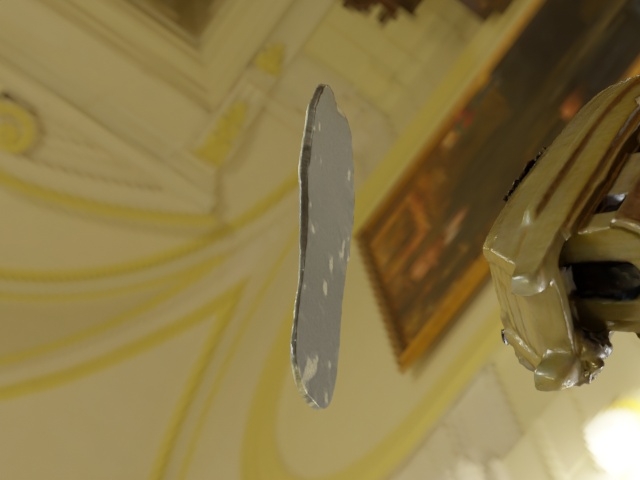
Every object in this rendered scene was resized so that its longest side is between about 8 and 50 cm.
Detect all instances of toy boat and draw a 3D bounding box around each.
[{"bbox_3d":[0.136,-0.017,0.677,0.226,0.088,0.068,-47,-55,-49],"label":"toy boat"}]

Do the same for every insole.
[{"bbox_3d":[0.000,0.000,1.027,0.081,0.011,0.248,58,-151,-46],"label":"insole"}]
